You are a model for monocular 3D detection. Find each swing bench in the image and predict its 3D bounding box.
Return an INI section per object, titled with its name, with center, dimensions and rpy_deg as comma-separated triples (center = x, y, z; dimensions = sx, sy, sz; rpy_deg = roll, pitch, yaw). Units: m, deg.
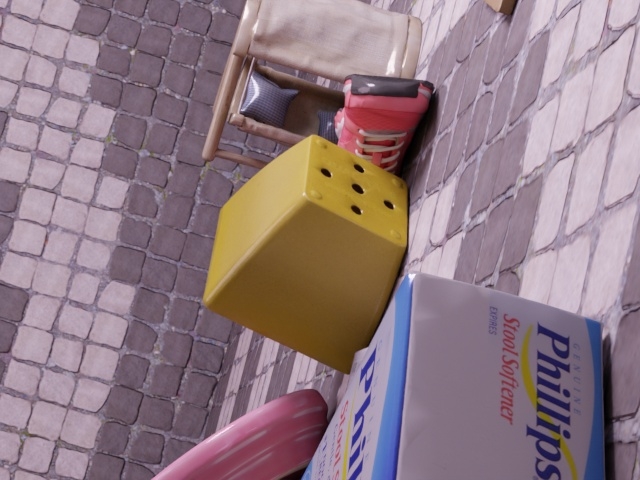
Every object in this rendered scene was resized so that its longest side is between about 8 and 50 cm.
[swing bench]
center = -0.012, -0.222, 2.168
dimensions = 0.165, 0.253, 0.255
rpy_deg = -86, 14, -57

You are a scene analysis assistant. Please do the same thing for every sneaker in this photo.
[sneaker]
center = 0.079, -0.124, 1.956
dimensions = 0.314, 0.115, 0.136
rpy_deg = 109, 166, -79

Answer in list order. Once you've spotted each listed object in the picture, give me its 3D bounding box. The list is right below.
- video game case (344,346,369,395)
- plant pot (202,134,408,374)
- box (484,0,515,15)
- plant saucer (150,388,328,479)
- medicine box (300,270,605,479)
[video game case]
center = 0.048, 0.217, 1.694
dimensions = 0.227, 0.026, 0.206
rpy_deg = 143, 142, -76
[plant pot]
center = 0.000, 0.000, 1.878
dimensions = 0.187, 0.212, 0.212
rpy_deg = -54, 18, 33
[box]
center = 0.218, -0.354, 1.643
dimensions = 0.164, 0.021, 0.201
rpy_deg = -99, 27, -73
[plant saucer]
center = -0.117, 0.317, 1.919
dimensions = 0.332, 0.084, 0.332
rpy_deg = -34, -14, -10
[medicine box]
center = 0.074, 0.217, 1.027
dimensions = 0.289, 0.149, 0.264
rpy_deg = 112, 170, -45
